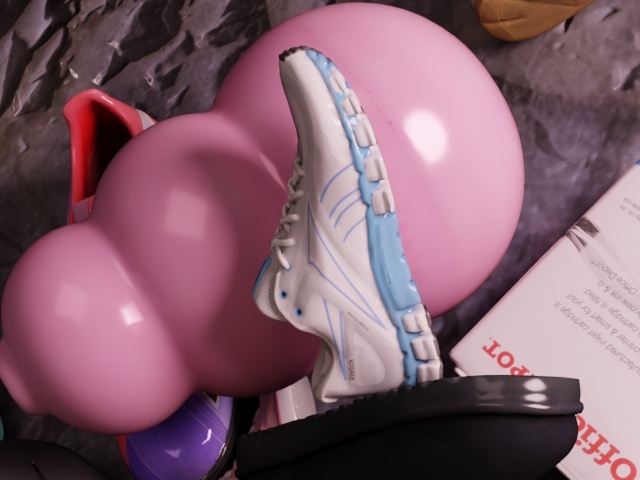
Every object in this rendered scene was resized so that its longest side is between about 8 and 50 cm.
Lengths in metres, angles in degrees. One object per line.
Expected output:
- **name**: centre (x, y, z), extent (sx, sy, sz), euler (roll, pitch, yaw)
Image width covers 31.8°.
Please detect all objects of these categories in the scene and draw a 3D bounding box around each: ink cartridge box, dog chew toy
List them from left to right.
- **dog chew toy**: centre (-0.043, -0.002, 0.681), extent (0.332, 0.206, 0.206), euler (-32, 49, -12)
- **ink cartridge box**: centre (0.197, 0.051, 0.620), extent (0.203, 0.086, 0.148), euler (-45, 50, 0)

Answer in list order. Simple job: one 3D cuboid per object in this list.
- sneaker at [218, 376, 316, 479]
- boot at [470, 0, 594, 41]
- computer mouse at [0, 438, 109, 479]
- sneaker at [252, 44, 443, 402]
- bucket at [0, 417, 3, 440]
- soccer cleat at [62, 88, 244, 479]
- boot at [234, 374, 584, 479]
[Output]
- **sneaker**: centre (-0.038, 0.137, 0.725), extent (0.070, 0.051, 0.134), euler (-16, 59, 14)
- **boot**: centre (0.199, -0.284, 0.819), extent (0.262, 0.095, 0.203), euler (-32, 50, 15)
- **computer mouse**: centre (-0.160, 0.185, 0.700), extent (0.272, 0.188, 0.072), euler (23, 110, 46)
- **sneaker**: centre (0.000, 0.000, 0.561), extent (0.083, 0.190, 0.071), euler (-17, 14, -1)
- **bucket**: centre (-0.382, 0.168, 0.774), extent (0.183, 0.281, 0.281), euler (-4, 61, 31)
- **soccer cleat**: centre (-0.133, 0.031, 0.801), extent (0.109, 0.116, 0.318), euler (-24, 53, 15)
- **boot**: centre (0.045, 0.185, 0.569), extent (0.246, 0.094, 0.207), euler (-25, 65, 46)
